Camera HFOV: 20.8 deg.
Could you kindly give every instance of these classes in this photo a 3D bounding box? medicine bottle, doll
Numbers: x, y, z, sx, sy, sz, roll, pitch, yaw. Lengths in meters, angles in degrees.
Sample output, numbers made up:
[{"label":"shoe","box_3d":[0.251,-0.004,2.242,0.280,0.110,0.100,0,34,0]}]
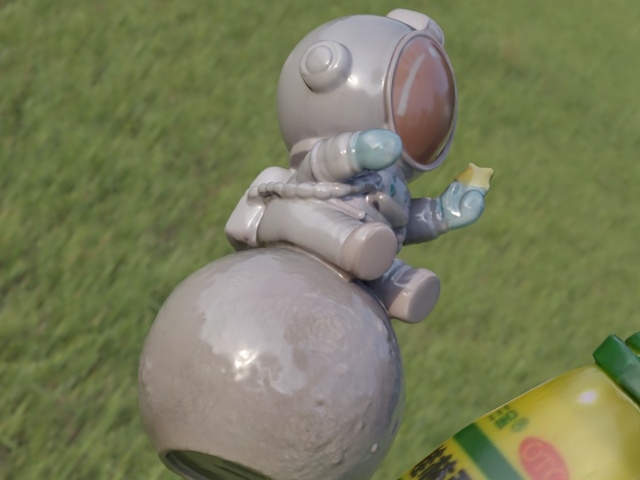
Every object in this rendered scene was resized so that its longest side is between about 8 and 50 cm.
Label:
[{"label":"medicine bottle","box_3d":[0.105,0.082,0.637,0.076,0.309,0.111,54,-2,-34]},{"label":"doll","box_3d":[0.000,0.000,0.949,0.151,0.287,0.151,17,-20,6]}]
